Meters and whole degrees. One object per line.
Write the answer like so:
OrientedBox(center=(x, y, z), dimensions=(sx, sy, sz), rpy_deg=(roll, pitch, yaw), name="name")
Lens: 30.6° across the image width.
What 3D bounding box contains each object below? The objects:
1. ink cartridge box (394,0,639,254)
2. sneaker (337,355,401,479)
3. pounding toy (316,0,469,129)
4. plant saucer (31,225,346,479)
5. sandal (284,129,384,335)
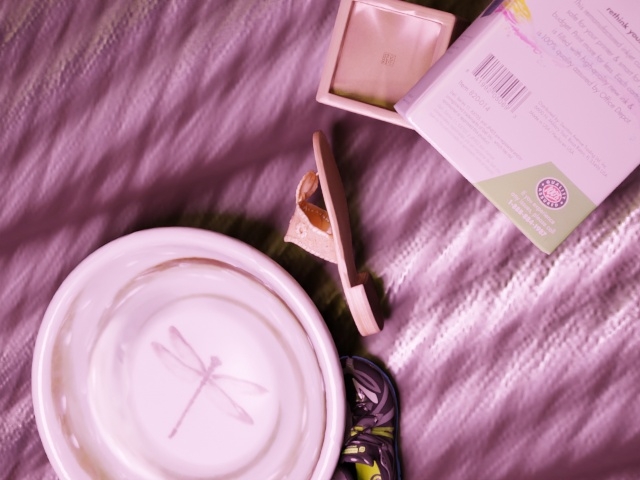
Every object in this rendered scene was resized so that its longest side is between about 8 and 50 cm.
OrientedBox(center=(0.270, -0.188, 1.163), dimensions=(0.207, 0.119, 0.353), rpy_deg=(43, 97, -9), name="ink cartridge box")
OrientedBox(center=(0.053, 0.225, 1.343), dimensions=(0.067, 0.078, 0.188), rpy_deg=(-8, 92, 19), name="sneaker")
OrientedBox(center=(0.066, -0.242, 1.281), dimensions=(0.181, 0.094, 0.206), rpy_deg=(18, 101, 16), name="pounding toy")
OrientedBox(center=(-0.149, 0.179, 1.396), dimensions=(0.400, 0.100, 0.400), rpy_deg=(2, 96, 19), name="plant saucer")
OrientedBox(center=(-0.001, 0.001, 1.334), dimensions=(0.079, 0.088, 0.240), rpy_deg=(-17, 95, 14), name="sandal")
